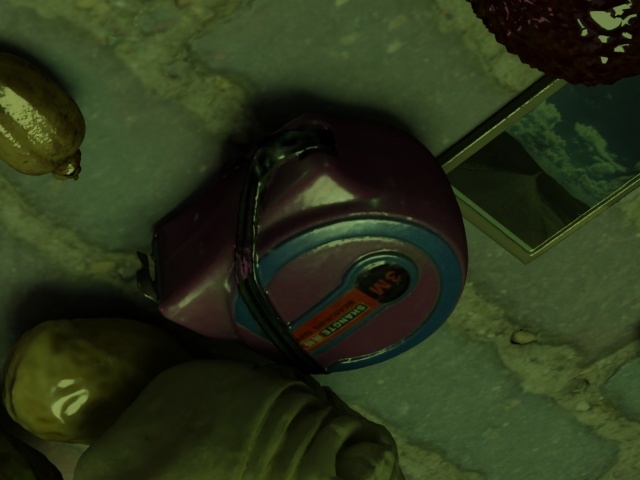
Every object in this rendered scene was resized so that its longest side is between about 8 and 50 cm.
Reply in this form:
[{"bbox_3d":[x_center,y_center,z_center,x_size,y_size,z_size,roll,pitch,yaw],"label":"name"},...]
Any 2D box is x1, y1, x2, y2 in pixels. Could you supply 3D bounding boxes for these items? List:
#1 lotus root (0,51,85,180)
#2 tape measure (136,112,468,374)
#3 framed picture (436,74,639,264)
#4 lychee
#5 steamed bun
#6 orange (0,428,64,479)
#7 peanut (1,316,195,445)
[{"bbox_3d":[-0.224,-0.094,1.107,0.072,0.063,0.152,-47,133,-10],"label":"lotus root"},{"bbox_3d":[0.000,0.000,1.251,0.245,0.149,0.231,31,122,-35],"label":"tape measure"},{"bbox_3d":[0.237,-0.092,1.336,0.260,0.023,0.189,-37,135,20],"label":"framed picture"},{"bbox_3d":[0.191,-0.208,1.057,0.194,0.194,0.194,-12,140,-10],"label":"lychee"},{"bbox_3d":[-0.038,0.244,1.271,0.276,0.203,0.289,-46,128,-24],"label":"steamed bun"},{"bbox_3d":[-0.385,0.292,1.335,0.329,0.249,0.329,-12,144,-9],"label":"orange"},{"bbox_3d":[-0.171,0.157,1.354,0.147,0.147,0.305,-30,137,12],"label":"peanut"}]
